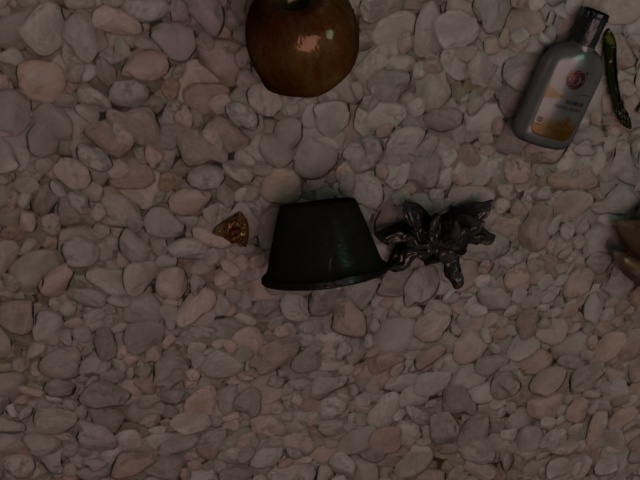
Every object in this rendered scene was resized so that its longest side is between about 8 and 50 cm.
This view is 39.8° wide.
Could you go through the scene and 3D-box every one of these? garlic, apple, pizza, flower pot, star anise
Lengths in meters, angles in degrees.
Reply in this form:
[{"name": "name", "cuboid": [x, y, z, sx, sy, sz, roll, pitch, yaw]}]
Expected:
[{"name": "garlic", "cuboid": [0.838, 0.003, 2.048, 0.325, 0.132, 0.279, 29, 101, -30]}, {"name": "apple", "cuboid": [-0.033, -0.369, 1.601, 0.211, 0.211, 0.188, -21, 147, 0]}, {"name": "pizza", "cuboid": [-0.188, -0.015, 1.865, 0.078, 0.025, 0.083, -13, 121, -8]}, {"name": "flower pot", "cuboid": [0.000, 0.000, 1.814, 0.269, 0.269, 0.166, -10, 99, -7]}, {"name": "star anise", "cuboid": [0.256, -0.005, 1.922, 0.282, 0.129, 0.212, 9, 133, -13]}]

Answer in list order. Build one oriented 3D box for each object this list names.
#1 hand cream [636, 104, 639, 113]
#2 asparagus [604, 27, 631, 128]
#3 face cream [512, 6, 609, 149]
[{"name": "hand cream", "cuboid": [0.761, -0.283, 1.922, 0.143, 0.039, 0.061, 18, 116, -16]}, {"name": "asparagus", "cuboid": [0.623, -0.334, 1.867, 0.034, 0.027, 0.236, -17, 121, 10]}, {"name": "face cream", "cuboid": [0.507, -0.331, 1.817, 0.144, 0.071, 0.291, 13, 115, -19]}]
